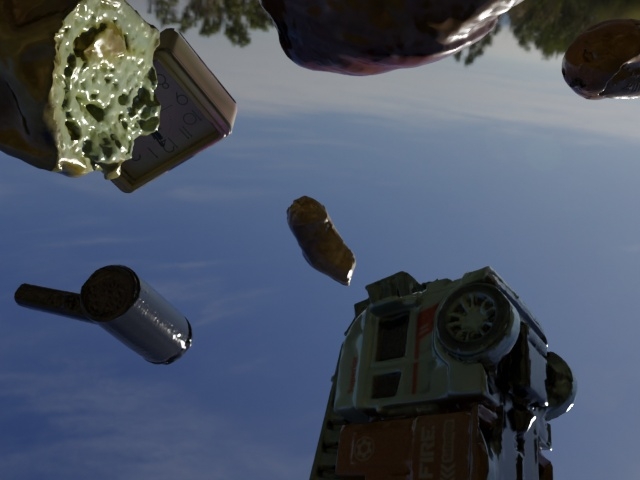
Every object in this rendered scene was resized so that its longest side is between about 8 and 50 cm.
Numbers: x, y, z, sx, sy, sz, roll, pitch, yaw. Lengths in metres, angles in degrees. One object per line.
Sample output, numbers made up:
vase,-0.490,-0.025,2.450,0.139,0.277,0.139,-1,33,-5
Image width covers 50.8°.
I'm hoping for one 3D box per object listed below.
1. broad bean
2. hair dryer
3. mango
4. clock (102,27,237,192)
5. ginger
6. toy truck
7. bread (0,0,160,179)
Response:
broad bean,0.065,-0.192,0.474,0.228,0.122,0.156,-13,-150,17
hair dryer,-0.335,0.101,0.981,0.251,0.089,0.197,7,156,15
mango,0.561,-0.340,1.248,0.249,0.151,0.156,-13,164,-19
clock,-0.224,-0.164,0.886,0.192,0.147,0.071,-26,-144,20
ginger,0.000,0.001,1.169,0.069,0.190,0.095,-38,-156,-17
toy truck,0.068,0.164,0.461,0.184,0.338,0.133,-15,140,34
bread,-0.313,-0.187,0.689,0.252,0.196,0.238,20,180,18
